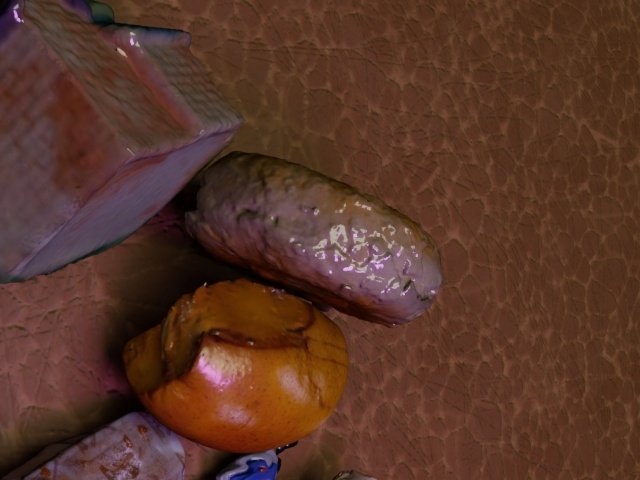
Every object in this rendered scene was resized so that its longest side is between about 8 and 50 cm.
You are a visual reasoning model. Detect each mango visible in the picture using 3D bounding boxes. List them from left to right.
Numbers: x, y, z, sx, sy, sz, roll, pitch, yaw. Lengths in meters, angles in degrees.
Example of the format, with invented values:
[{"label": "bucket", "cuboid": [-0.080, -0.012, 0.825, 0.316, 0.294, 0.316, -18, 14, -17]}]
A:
[{"label": "mango", "cuboid": [-0.084, 0.147, 1.293, 0.350, 0.201, 0.199, 17, 94, -55]}]

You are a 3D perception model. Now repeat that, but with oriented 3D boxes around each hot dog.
[{"label": "hot dog", "cuboid": [-0.236, 0.270, 1.141, 0.144, 0.075, 0.268, 51, 27, 12]}]

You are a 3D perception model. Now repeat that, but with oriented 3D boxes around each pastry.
[{"label": "pastry", "cuboid": [0.000, 0.000, 1.280, 0.330, 0.330, 0.136, 29, 78, -40]}]

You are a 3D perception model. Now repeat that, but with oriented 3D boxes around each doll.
[{"label": "doll", "cuboid": [-0.089, 0.299, 1.342, 0.195, 0.070, 0.096, -55, 132, -45]}]

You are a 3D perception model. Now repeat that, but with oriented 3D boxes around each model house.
[{"label": "model house", "cuboid": [-0.275, -0.149, 1.120, 0.280, 0.245, 0.312, 50, 20, 4]}]

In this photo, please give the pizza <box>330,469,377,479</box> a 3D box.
[{"label": "pizza", "cuboid": [-0.045, 0.450, 1.312, 0.408, 0.114, 0.277, -56, 141, -28]}]
